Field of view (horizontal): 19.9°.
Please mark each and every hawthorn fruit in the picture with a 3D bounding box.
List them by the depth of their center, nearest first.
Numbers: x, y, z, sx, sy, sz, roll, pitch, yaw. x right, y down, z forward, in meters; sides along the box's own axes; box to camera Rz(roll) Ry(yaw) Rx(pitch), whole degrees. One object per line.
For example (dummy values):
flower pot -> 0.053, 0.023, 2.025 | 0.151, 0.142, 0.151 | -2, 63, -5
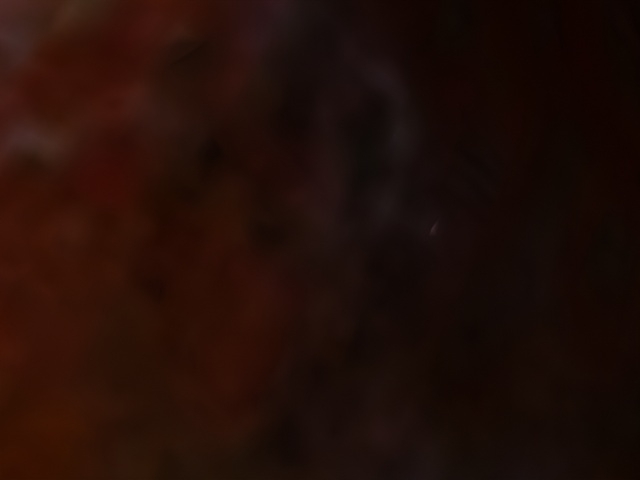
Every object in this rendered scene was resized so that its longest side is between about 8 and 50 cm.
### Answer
hawthorn fruit -> -0.063, -0.004, 0.514 | 0.402, 0.403, 0.403 | 25, 138, 25
